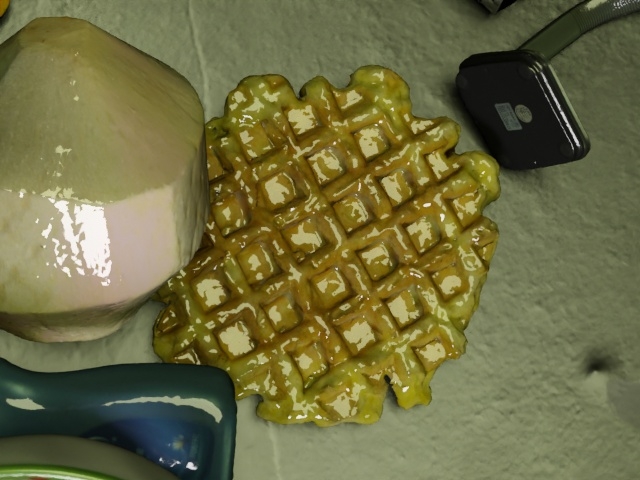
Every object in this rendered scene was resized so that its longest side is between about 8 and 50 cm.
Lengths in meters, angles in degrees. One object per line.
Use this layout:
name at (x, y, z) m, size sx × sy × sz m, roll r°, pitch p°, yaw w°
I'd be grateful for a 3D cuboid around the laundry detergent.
laundry detergent at (-0.215, 0.166, 1.271) m, size 0.289 × 0.094 × 0.143 m, roll 2°, pitch 122°, yaw -5°

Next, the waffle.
waffle at (0.000, 0.000, 1.354) m, size 0.302 × 0.068 × 0.325 m, roll 16°, pitch 78°, yaw -6°

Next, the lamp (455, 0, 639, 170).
lamp at (0.283, -0.141, 1.408) m, size 0.283 × 0.124 × 0.203 m, roll -32°, pitch 108°, yaw -14°

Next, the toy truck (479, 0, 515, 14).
toy truck at (0.205, -0.328, 1.414) m, size 0.125 × 0.101 × 0.242 m, roll 41°, pitch 76°, yaw 4°

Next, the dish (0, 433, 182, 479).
dish at (-0.210, 0.258, 1.219) m, size 0.324 × 0.124 × 0.324 m, roll -1°, pitch 124°, yaw -1°

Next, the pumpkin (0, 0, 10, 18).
pumpkin at (-0.304, -0.194, 1.356) m, size 0.050 × 0.028 × 0.083 m, roll 42°, pitch 70°, yaw 1°

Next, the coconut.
coconut at (-0.206, -0.058, 1.232) m, size 0.259 × 0.259 × 0.259 m, roll 1°, pitch 82°, yaw -8°
